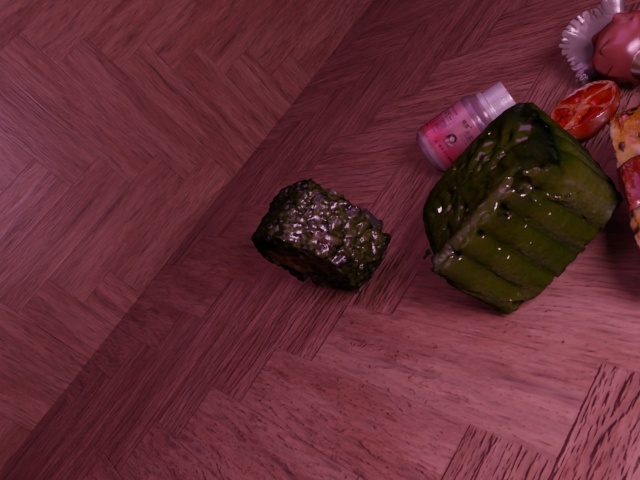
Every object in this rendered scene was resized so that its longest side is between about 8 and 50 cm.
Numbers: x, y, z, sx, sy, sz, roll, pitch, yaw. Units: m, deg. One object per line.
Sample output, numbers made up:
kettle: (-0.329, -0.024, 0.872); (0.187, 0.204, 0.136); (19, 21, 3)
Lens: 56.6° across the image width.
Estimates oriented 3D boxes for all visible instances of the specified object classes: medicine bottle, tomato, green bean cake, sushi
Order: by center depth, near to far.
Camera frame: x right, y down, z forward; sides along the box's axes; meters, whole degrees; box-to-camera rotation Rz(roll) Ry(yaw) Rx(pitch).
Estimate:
green bean cake: (0.341, -0.071, 1.118); (0.335, 0.218, 0.319); (-50, 20, 24)
tomato: (0.577, -0.269, 1.278); (0.156, 0.069, 0.155); (-37, 26, 21)
sushi: (0.000, 0.000, 1.460); (0.178, 0.294, 0.352); (-61, 16, -13)
medicine bottle: (0.375, -0.288, 1.506); (0.247, 0.147, 0.147); (-34, 29, 22)

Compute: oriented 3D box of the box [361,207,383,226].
box: (0.101, -0.036, 1.617); (0.122, 0.069, 0.084); (-14, 39, 46)

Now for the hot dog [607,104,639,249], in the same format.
hot dog: (0.639, -0.130, 0.880); (0.366, 0.196, 0.367); (-23, 37, 31)

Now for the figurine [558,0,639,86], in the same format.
figurine: (0.658, -0.421, 1.293); (0.387, 0.166, 0.207); (-108, 35, -62)
